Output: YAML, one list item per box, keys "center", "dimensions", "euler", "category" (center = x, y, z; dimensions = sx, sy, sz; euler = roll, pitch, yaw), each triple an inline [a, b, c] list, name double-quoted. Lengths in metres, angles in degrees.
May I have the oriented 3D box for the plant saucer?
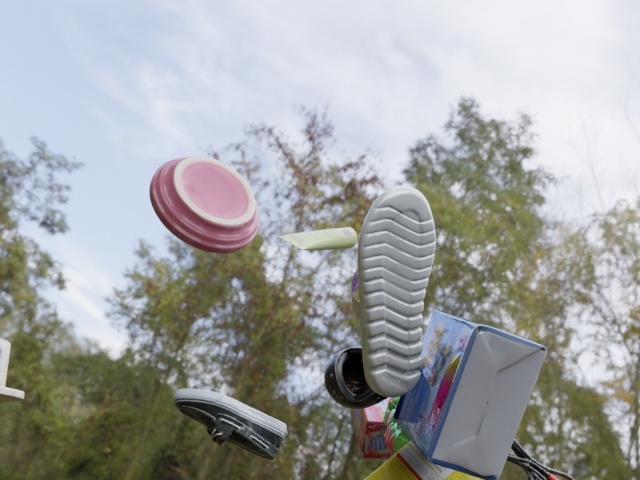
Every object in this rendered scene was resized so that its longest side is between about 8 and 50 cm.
- center: [-0.310, -0.117, 2.141]
  dimensions: [0.332, 0.332, 0.084]
  euler: [32, -50, -12]
  category: "plant saucer"

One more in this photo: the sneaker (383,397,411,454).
- center: [0.283, 0.467, 2.022]
  dimensions: [0.202, 0.185, 0.483]
  euler: [24, 15, 2]
  category: "sneaker"

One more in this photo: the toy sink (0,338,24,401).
- center: [-0.737, 0.258, 1.565]
  dimensions: [0.234, 0.131, 0.153]
  euler: [-10, -23, 23]
  category: "toy sink"

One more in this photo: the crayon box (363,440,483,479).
- center: [0.190, 0.569, 1.636]
  dimensions: [0.202, 0.319, 0.081]
  euler: [45, -27, 27]
  category: "crayon box"

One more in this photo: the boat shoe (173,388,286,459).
- center: [-0.257, 0.512, 2.120]
  dimensions: [0.335, 0.119, 0.121]
  euler: [21, -34, -5]
  category: "boat shoe"

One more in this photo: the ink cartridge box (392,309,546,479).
- center: [0.280, 0.296, 1.560]
  dimensions: [0.151, 0.269, 0.395]
  euler: [22, -3, -3]
  category: "ink cartridge box"

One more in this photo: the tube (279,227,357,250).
- center: [0.000, 0.000, 2.085]
  dimensions: [0.070, 0.062, 0.240]
  euler: [-26, -14, 40]
  category: "tube"

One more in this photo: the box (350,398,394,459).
- center: [0.170, 0.530, 2.293]
  dimensions: [0.123, 0.128, 0.257]
  euler: [6, 19, -7]
  category: "box"

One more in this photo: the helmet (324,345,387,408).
- center: [0.092, 0.343, 1.909]
  dimensions: [0.162, 0.169, 0.169]
  euler: [-13, -34, 10]
  category: "helmet"

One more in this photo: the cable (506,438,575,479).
- center: [0.515, 0.542, 1.809]
  dimensions: [0.287, 0.140, 0.072]
  euler: [53, -27, 14]
  category: "cable"

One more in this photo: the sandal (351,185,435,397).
- center: [0.125, 0.096, 1.509]
  dimensions: [0.170, 0.415, 0.102]
  euler: [10, -8, -28]
  category: "sandal"
